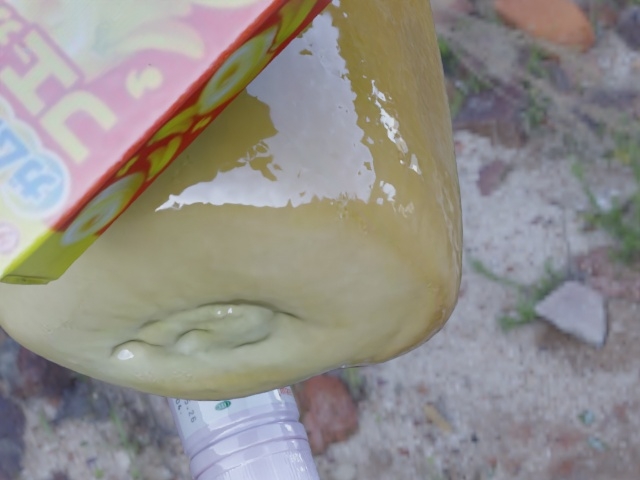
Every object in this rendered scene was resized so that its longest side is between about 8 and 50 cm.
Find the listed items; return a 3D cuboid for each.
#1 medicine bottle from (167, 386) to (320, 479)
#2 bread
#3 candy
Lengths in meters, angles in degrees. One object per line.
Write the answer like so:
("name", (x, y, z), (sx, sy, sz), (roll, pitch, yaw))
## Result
("medicine bottle", (-0.097, 0.173, 1.566), (0.133, 0.133, 0.249), (-17, 70, -8))
("bread", (-0.079, -0.099, 1.042), (0.348, 0.253, 0.376), (-3, 51, 4))
("candy", (-0.109, -0.119, 0.780), (0.276, 0.088, 0.146), (-43, 82, 6))
